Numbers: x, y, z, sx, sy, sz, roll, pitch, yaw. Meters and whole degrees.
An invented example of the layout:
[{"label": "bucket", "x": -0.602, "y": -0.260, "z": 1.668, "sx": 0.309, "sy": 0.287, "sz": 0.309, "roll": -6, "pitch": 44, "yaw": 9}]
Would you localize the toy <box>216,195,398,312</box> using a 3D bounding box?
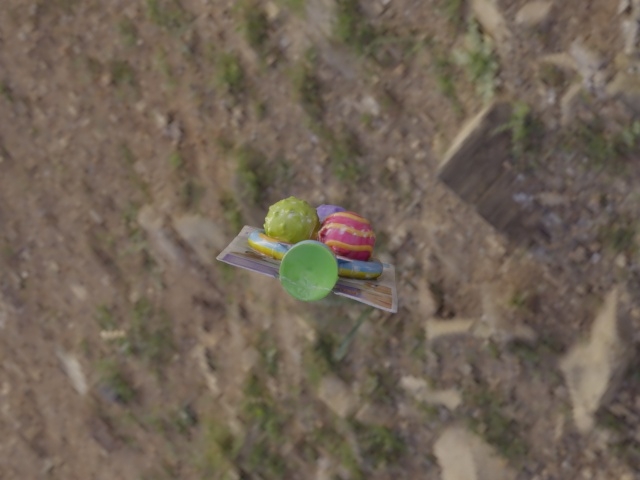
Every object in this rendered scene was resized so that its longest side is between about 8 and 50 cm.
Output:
[{"label": "toy", "x": 0.000, "y": 0.000, "z": 1.150, "sx": 0.136, "sy": 0.237, "sz": 0.056, "roll": 16, "pitch": 100, "yaw": 0}]
